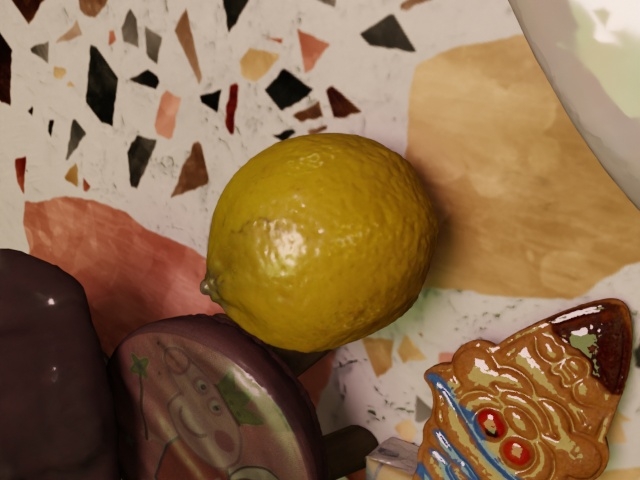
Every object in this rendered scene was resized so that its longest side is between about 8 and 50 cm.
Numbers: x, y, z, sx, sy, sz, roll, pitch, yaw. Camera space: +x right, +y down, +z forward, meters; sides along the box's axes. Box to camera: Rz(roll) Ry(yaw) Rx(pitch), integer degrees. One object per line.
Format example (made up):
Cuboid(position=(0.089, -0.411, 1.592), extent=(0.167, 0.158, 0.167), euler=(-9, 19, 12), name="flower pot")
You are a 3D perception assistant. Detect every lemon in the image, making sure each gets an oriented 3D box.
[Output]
Cuboid(position=(0.000, 0.000, 0.661), extent=(0.192, 0.231, 0.192), euler=(51, 152, 42), name="lemon")

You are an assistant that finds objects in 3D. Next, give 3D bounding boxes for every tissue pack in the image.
Cuboid(position=(0.101, 0.296, 0.774), extent=(0.109, 0.060, 0.148), euler=(14, 110, 31), name="tissue pack")

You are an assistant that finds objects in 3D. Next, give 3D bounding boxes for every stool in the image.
Cuboid(position=(-0.080, 0.188, 0.787), extent=(0.272, 0.178, 0.272), euler=(10, 110, 31), name="stool")

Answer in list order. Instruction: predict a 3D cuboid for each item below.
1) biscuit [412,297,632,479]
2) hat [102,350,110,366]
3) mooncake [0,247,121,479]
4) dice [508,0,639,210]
Cuboid(position=(0.180, 0.163, 0.663), extent=(0.183, 0.043, 0.280), euler=(42, 112, 13), name="biscuit")
Cuboid(position=(-0.414, 0.203, 1.081), extent=(0.245, 0.149, 0.214), euler=(19, 96, -9), name="hat")
Cuboid(position=(-0.352, 0.201, 0.806), extent=(0.350, 0.212, 0.381), euler=(63, 149, 15), name="mooncake")
Cuboid(position=(0.283, -0.168, 0.365), extent=(0.304, 0.304, 0.276), euler=(-27, 89, 36), name="dice")
